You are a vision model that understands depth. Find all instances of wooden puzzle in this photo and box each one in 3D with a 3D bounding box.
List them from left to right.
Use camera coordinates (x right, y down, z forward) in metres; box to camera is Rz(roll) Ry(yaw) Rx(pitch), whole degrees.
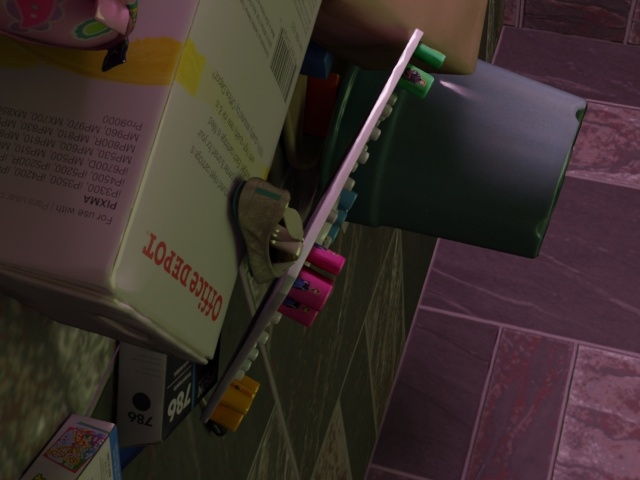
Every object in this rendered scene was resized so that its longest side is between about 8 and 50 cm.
[{"bbox_3d":[0.012,-0.307,1.445,0.348,0.081,0.322,71,34,-64],"label":"wooden puzzle"}]

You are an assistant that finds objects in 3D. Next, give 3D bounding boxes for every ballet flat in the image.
[{"bbox_3d":[-0.040,0.001,0.901,0.168,0.052,0.057,77,28,-67],"label":"ballet flat"}]

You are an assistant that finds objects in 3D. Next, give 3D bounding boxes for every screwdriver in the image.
[{"bbox_3d":[-0.149,0.222,1.370,0.170,0.025,0.024,81,25,-57],"label":"screwdriver"}]

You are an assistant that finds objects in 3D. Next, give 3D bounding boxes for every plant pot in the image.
[{"bbox_3d":[0.209,-0.139,1.570,0.341,0.334,0.341,19,90,-77],"label":"plant pot"}]

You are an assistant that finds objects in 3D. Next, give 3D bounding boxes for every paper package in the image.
[{"bbox_3d":[0.072,-0.382,1.237,0.325,0.168,0.309,16,85,-54],"label":"paper package"}]

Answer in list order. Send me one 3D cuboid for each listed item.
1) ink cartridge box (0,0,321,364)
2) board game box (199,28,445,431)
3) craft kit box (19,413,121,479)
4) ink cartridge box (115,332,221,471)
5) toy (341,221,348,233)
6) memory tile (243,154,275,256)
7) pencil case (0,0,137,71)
[{"bbox_3d":[-0.138,-0.119,0.839,0.279,0.160,0.384,62,41,-72],"label":"ink cartridge box"},{"bbox_3d":[0.000,0.000,1.207,0.390,0.050,0.390,-62,-177,-34],"label":"board game box"},{"bbox_3d":[-0.262,0.336,0.965,0.246,0.061,0.249,-62,159,-55],"label":"craft kit box"},{"bbox_3d":[-0.162,0.097,1.138,0.165,0.065,0.332,-46,147,-66],"label":"ink cartridge box"},{"bbox_3d":[0.050,-0.148,1.776,0.137,0.056,0.237,70,39,-62],"label":"toy"},{"bbox_3d":[-0.091,-0.051,1.395,0.113,0.012,0.148,-32,132,-71],"label":"memory tile"},{"bbox_3d":[-0.157,-0.263,0.666,0.124,0.124,0.284,48,45,-73],"label":"pencil case"}]
